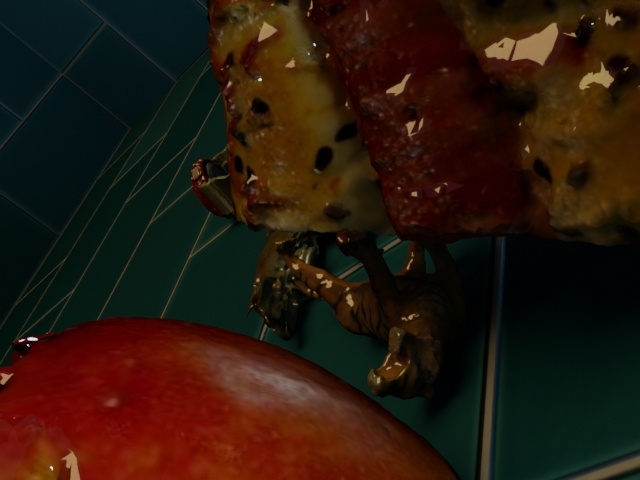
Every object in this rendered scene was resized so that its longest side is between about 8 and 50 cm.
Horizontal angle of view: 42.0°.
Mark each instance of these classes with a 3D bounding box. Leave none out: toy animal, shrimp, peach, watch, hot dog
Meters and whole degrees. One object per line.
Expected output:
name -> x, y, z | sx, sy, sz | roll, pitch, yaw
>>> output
toy animal -> 0.042, 0.047, 0.684 | 0.114, 0.116, 0.255 | -10, 5, -19
shrimp -> 0.001, 0.001, 0.891 | 0.173, 0.058, 0.253 | -31, 23, 23
peach -> -0.106, 0.223, 0.438 | 0.416, 0.353, 0.339 | -13, 15, -24
watch -> -0.077, -0.143, 1.265 | 0.268, 0.102, 0.165 | -39, 20, 9
hot dog -> 0.067, -0.180, 0.492 | 0.367, 0.366, 0.196 | 0, 10, 40
